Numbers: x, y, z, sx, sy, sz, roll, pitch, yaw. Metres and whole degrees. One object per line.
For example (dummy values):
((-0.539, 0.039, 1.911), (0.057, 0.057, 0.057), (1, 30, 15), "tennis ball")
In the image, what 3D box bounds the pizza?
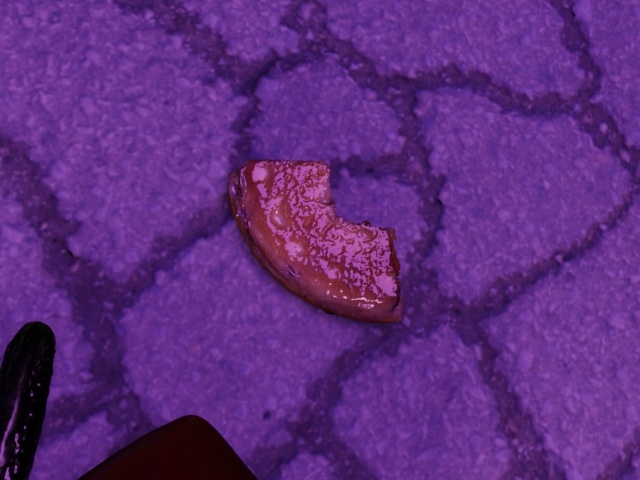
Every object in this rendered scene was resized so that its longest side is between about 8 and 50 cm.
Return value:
((0.000, 0.000, 1.734), (0.305, 0.085, 0.161), (42, 87, 1), "pizza")

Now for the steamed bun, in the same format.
((-0.216, 0.372, 1.452), (0.379, 0.248, 0.235), (-36, 86, -25), "steamed bun")

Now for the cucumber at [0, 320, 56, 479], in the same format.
((-0.369, 0.209, 1.555), (0.074, 0.074, 0.241), (16, 67, -12), "cucumber")
